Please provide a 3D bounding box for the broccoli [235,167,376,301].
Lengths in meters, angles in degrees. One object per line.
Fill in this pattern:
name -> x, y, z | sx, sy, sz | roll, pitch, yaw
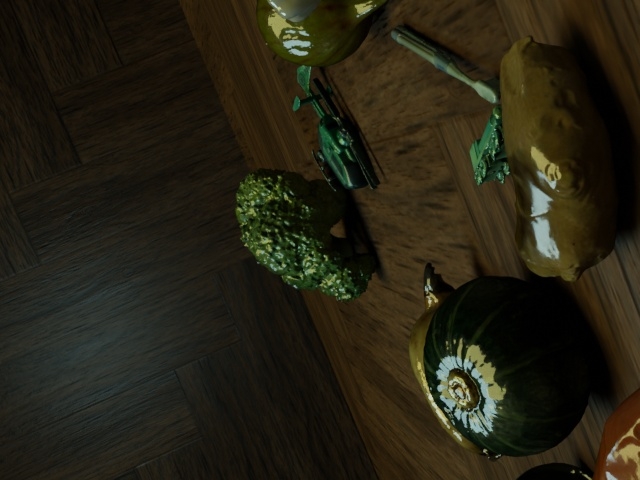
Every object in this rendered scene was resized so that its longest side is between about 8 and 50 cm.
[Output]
broccoli -> 0.006, -0.009, 1.489 | 0.302, 0.186, 0.254 | 20, -162, -33

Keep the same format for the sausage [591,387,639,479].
sausage -> 0.233, 0.171, 0.529 | 0.258, 0.133, 0.133 | 76, 167, -48

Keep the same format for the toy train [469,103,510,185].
toy train -> 0.150, -0.081, 0.715 | 0.092, 0.029, 0.045 | 95, 166, -65

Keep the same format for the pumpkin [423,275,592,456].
pumpkin -> 0.168, 0.114, 0.774 | 0.167, 0.125, 0.167 | 32, 141, 31

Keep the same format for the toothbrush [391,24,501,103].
toothbrush -> 0.112, -0.163, 0.756 | 0.219, 0.019, 0.016 | -126, 17, -58

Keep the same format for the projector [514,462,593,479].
projector -> 0.274, 0.392, 0.936 | 0.108, 0.108, 0.337 | -124, 13, -52

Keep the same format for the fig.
fig -> 0.026, -0.250, 0.866 | 0.236, 0.124, 0.124 | 1, 117, 55

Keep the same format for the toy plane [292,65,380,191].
toy plane -> 0.018, -0.157, 1.231 | 0.235, 0.060, 0.096 | 60, 162, 18

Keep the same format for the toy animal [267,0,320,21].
toy animal -> 0.031, -0.252, 0.486 | 0.271, 0.206, 0.265 | 54, 170, -31

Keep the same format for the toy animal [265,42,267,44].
toy animal -> -0.071, -0.370, 1.120 | 0.243, 0.087, 0.260 | 63, 174, 15

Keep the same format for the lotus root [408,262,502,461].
lotus root -> 0.160, 0.129, 0.918 | 0.118, 0.125, 0.220 | 4, -122, -50

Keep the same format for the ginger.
ginger -> 0.162, -0.048, 0.574 | 0.095, 0.069, 0.190 | 47, 158, 53
